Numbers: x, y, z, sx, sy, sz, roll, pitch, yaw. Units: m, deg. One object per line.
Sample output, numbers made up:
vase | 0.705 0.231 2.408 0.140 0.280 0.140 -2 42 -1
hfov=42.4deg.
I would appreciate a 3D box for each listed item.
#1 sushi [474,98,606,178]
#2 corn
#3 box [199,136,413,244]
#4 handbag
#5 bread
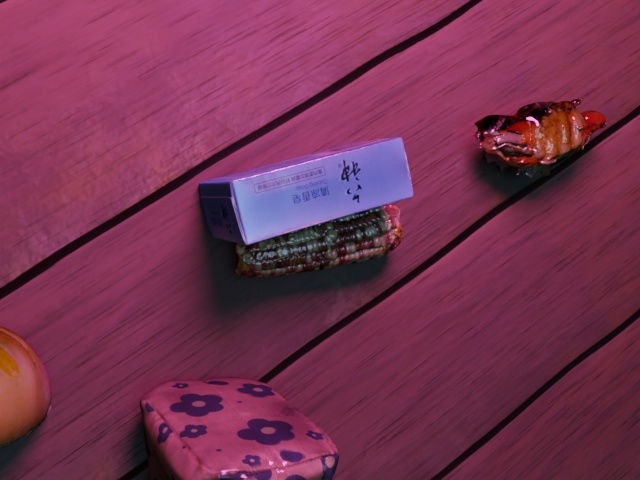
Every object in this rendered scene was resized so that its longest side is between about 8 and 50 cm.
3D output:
sushi | 0.321 -0.145 1.203 0.226 0.103 0.097 -13 72 -19
corn | 0.000 0.000 1.087 0.237 0.079 0.080 -10 98 -20
box | -0.020 -0.065 1.033 0.232 0.142 0.083 -18 101 -21
handbag | -0.105 0.290 0.971 0.190 0.251 0.193 1 103 -31
bread | -0.398 0.157 0.875 0.260 0.156 0.158 -5 95 -59
